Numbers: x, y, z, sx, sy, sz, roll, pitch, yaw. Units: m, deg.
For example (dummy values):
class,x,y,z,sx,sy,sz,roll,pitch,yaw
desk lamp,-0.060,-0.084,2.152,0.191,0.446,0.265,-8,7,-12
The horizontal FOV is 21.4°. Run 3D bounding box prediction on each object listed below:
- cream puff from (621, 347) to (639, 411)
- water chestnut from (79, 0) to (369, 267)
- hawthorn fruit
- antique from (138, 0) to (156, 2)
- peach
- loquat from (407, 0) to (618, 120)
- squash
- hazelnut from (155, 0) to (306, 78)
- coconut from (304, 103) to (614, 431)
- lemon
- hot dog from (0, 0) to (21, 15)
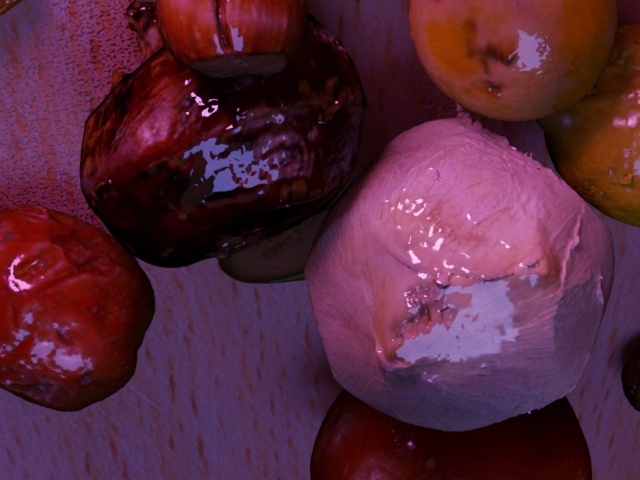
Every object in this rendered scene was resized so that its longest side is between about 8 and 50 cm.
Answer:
class,x,y,z,sx,sy,sz,roll,pitch,yaw
cream puff,0.516,0.195,2.517,0.149,0.084,0.149,-10,143,-8
water chestnut,-0.119,-0.140,1.839,0.350,0.302,0.350,-26,173,-4
hawthorn fruit,-0.334,0.081,2.070,0.258,0.258,0.262,-23,119,13
antique,-0.121,-0.323,1.712,0.147,0.152,0.148,2,135,-18
peach,0.199,0.301,2.372,0.406,0.335,0.310,13,128,-19
loquat,0.209,-0.241,1.836,0.244,0.244,0.244,-7,140,-6
squash,0.000,0.000,2.159,0.252,0.093,0.169,-3,141,-11
hazelnut,-0.086,-0.227,1.627,0.154,0.143,0.143,-1,140,-29
coconut,0.157,0.049,1.928,0.346,0.360,0.346,11,128,15
lemon,0.394,-0.135,1.983,0.320,0.245,0.245,8,136,-26
hot dog,-0.375,-0.254,1.804,0.188,0.055,0.072,-30,135,22
